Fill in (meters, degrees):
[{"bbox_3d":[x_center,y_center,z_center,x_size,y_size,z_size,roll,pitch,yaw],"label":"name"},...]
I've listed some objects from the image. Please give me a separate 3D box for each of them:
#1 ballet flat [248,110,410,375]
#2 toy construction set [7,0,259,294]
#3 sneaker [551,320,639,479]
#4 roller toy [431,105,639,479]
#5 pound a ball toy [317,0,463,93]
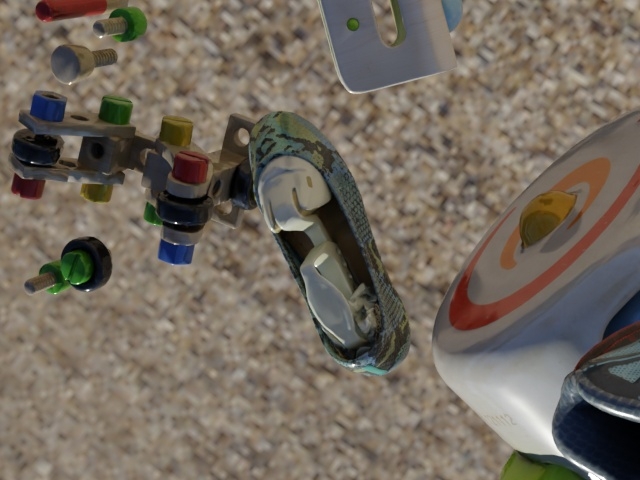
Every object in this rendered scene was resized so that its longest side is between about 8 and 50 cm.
[{"bbox_3d":[0.000,0.000,1.118,0.188,0.070,0.070,61,147,9],"label":"ballet flat"},{"bbox_3d":[-0.180,-0.118,1.864,0.257,0.237,0.309,-5,100,33],"label":"toy construction set"},{"bbox_3d":[0.135,0.138,0.533,0.125,0.262,0.104,-3,139,-9],"label":"sneaker"},{"bbox_3d":[0.156,0.029,0.870,0.146,0.209,0.191,43,130,-11],"label":"roller toy"},{"bbox_3d":[0.045,-0.313,1.687,0.208,0.135,0.319,-96,-8,-83],"label":"pound a ball toy"}]
